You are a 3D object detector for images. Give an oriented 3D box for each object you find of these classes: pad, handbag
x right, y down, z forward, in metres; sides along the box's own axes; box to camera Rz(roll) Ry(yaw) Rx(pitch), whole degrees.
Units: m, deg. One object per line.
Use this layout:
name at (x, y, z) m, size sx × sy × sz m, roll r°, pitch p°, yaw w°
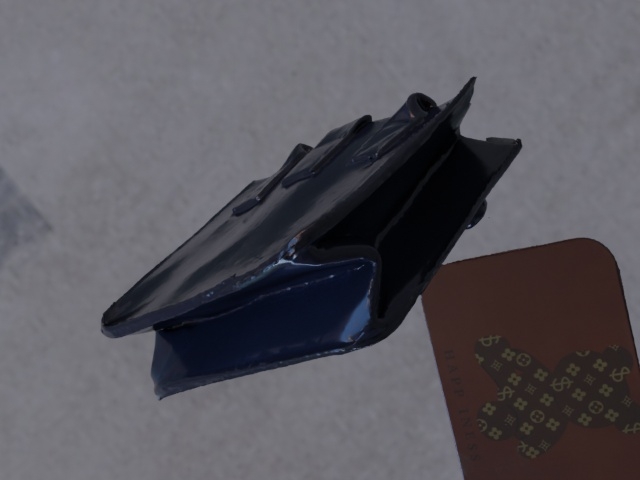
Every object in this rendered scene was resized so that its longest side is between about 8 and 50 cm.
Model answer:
pad at (0.196, 0.136, 1.430) m, size 0.004 × 0.181 × 0.267 m, roll -41°, pitch -62°, yaw -68°
handbag at (0.000, 0.000, 1.259) m, size 0.118 × 0.269 × 0.325 m, roll 52°, pitch 147°, yaw -14°
